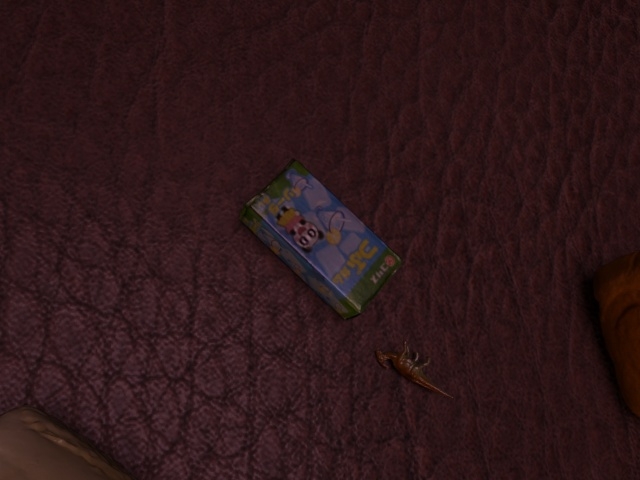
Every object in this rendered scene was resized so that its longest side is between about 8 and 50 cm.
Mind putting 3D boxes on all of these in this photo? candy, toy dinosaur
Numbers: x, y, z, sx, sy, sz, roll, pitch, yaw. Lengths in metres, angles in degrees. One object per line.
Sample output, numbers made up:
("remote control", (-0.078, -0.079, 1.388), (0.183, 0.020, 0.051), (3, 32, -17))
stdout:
("candy", (0.000, 0.000, 0.747), (0.194, 0.062, 0.097), (44, 64, -1))
("toy dinosaur", (0.124, 0.162, 0.757), (0.113, 0.026, 0.041), (27, 73, 1))

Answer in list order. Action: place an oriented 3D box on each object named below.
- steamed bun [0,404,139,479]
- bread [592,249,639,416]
("steamed bun", (-0.242, 0.294, 0.463), (0.290, 0.272, 0.274), (34, 65, -10))
("bread", (0.486, 0.130, 0.813), (0.121, 0.174, 0.246), (-8, 84, -26))
